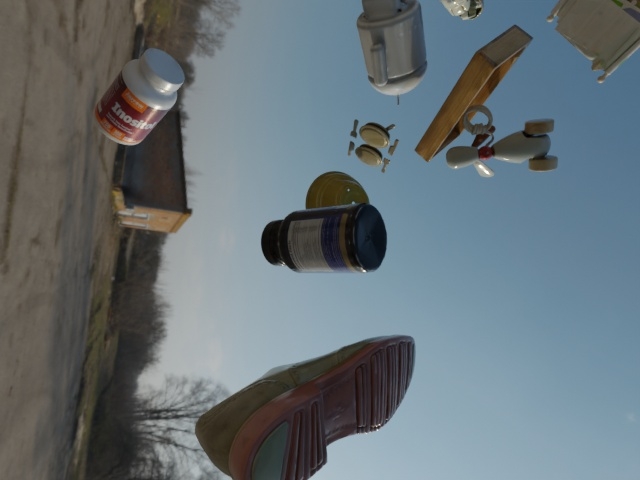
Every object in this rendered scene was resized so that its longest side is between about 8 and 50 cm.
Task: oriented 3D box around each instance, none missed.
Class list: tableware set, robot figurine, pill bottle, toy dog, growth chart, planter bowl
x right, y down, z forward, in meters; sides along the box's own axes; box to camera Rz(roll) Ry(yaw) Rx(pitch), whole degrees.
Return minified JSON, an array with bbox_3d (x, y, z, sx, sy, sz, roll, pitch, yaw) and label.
[{"bbox_3d":[0.145,-0.267,1.115,0.039,0.128,0.194,-61,174,-15],"label":"tableware set"},{"bbox_3d":[0.234,-0.625,1.303,0.200,0.353,0.300,13,-125,32],"label":"robot figurine"},{"bbox_3d":[-0.286,-0.227,0.642,0.152,0.086,0.086,-31,-129,32],"label":"pill bottle"},{"bbox_3d":[0.587,-0.304,1.309,0.161,0.334,0.220,-55,158,-68],"label":"toy dog"},{"bbox_3d":[0.000,0.000,0.748,0.219,0.123,0.122,-3,-102,36],"label":"pill bottle"},{"bbox_3d":[0.653,-0.516,0.939,0.172,0.021,0.237,-46,-112,44],"label":"growth chart"},{"bbox_3d":[0.073,-0.100,1.151,0.090,0.217,0.217,-8,-105,60],"label":"planter bowl"}]

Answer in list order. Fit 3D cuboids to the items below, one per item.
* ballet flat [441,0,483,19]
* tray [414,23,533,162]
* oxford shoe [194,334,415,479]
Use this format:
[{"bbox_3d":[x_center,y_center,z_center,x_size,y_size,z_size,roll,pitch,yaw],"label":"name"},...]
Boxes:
[{"bbox_3d":[0.465,-0.796,1.334,0.123,0.349,0.123,13,-66,31],"label":"ballet flat"},{"bbox_3d":[0.451,-0.434,1.253,0.076,0.203,0.411,46,-25,10],"label":"tray"},{"bbox_3d":[0.007,0.212,0.603,0.147,0.397,0.140,6,-83,42],"label":"oxford shoe"}]
